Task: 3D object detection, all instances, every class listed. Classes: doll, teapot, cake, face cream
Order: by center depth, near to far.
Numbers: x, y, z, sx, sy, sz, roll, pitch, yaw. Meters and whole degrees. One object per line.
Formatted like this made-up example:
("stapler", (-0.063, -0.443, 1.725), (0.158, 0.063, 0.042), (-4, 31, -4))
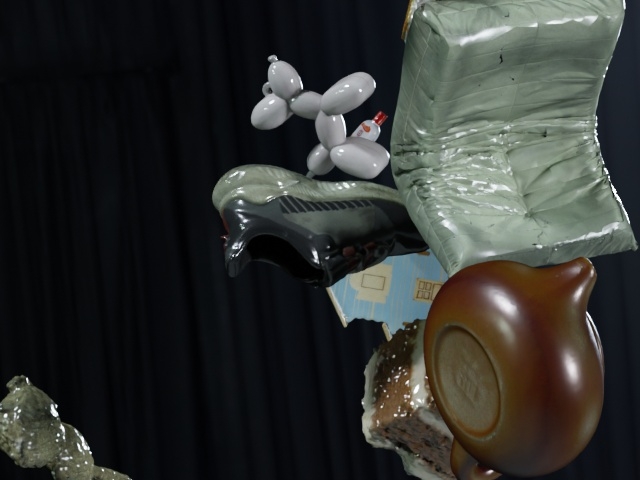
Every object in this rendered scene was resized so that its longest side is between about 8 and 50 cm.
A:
("teapot", (0.169, 0.115, 1.118), (0.135, 0.252, 0.178), (-11, 46, -23))
("cake", (0.130, 0.156, 1.380), (0.135, 0.134, 0.147), (35, -45, -27))
("doll", (-0.006, -0.147, 1.610), (0.160, 0.161, 0.059), (-1, 27, 28))
("doll", (-0.332, 0.281, 1.787), (0.091, 0.202, 0.286), (-22, -15, 13))
("face cream", (0.059, -0.140, 1.835), (0.021, 0.083, 0.040), (34, 12, -35))

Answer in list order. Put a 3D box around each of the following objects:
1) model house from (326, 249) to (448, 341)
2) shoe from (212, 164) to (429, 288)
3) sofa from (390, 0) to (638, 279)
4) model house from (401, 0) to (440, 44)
("model house", (0.095, 0.048, 1.888), (0.206, 0.271, 0.178), (9, 13, -3))
("shoe", (0.000, 0.000, 1.340), (0.228, 0.112, 0.099), (12, -31, -4))
("sofa", (0.184, -0.104, 1.234), (0.210, 0.225, 0.176), (-8, 43, -19))
("model house", (0.147, -0.251, 1.587), (0.101, 0.100, 0.088), (-10, -8, -1))
